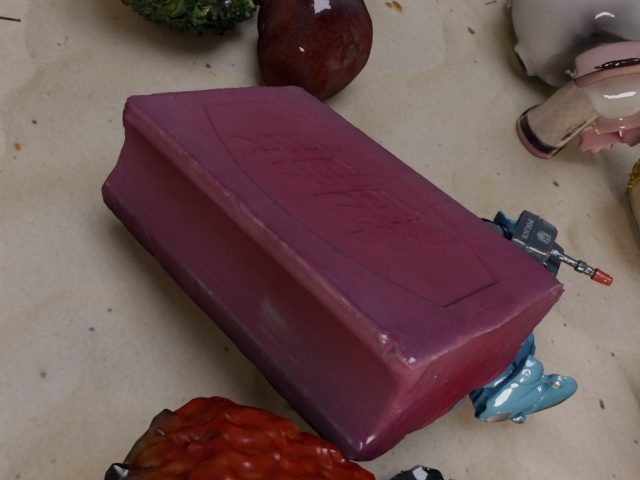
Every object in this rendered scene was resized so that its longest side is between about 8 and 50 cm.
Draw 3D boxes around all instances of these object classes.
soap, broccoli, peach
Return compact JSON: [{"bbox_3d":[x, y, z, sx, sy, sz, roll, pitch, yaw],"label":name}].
[{"bbox_3d":[0.000,0.000,0.634,0.233,0.128,0.359,-16,48,-46],"label":"soap"},{"bbox_3d":[-0.157,-0.335,0.824,0.227,0.176,0.197,-7,60,-9],"label":"broccoli"},{"bbox_3d":[-0.016,-0.253,0.849,0.152,0.152,0.152,10,58,-17],"label":"peach"}]

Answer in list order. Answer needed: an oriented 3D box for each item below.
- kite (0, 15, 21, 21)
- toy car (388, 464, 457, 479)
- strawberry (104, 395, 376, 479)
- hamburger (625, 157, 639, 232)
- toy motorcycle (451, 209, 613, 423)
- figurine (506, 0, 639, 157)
[{"bbox_3d":[-0.380,-0.247,0.783,0.078,0.002,0.044,21,55,-9],"label":"kite"},{"bbox_3d":[0.114,0.303,0.623,0.095,0.056,0.204,-19,73,-30],"label":"toy car"},{"bbox_3d":[-0.035,0.294,0.458,0.351,0.267,0.312,35,75,-11],"label":"strawberry"},{"bbox_3d":[0.538,-0.066,0.890,0.294,0.276,0.179,16,62,-29],"label":"hamburger"},{"bbox_3d":[0.193,0.083,0.751,0.182,0.123,0.272,28,54,8],"label":"toy motorcycle"},{"bbox_3d":[0.404,-0.299,0.984,0.253,0.211,0.361,0,56,7],"label":"figurine"}]
